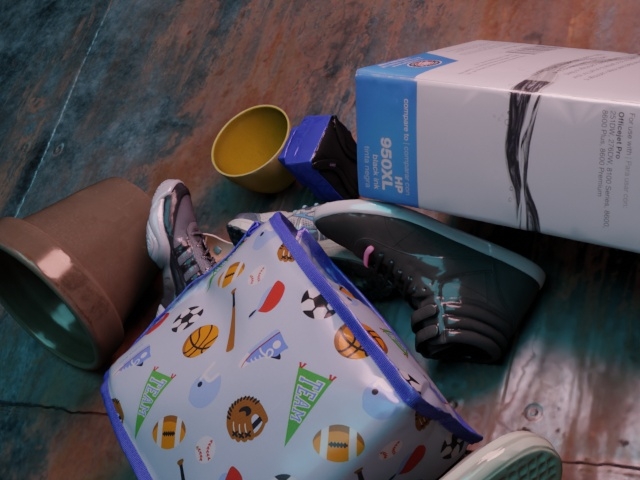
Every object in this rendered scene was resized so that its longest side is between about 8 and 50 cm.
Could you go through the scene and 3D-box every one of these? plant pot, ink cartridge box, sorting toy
[{"bbox_3d":[-0.086,-0.126,1.529,0.134,0.095,0.134,-16,51,20],"label":"plant pot"},{"bbox_3d":[0.280,-0.125,1.164,0.395,0.166,0.285,14,24,38],"label":"ink cartridge box"},{"bbox_3d":[-0.148,0.034,1.490,0.075,0.045,0.083,1,77,15],"label":"sorting toy"},{"bbox_3d":[-0.348,0.026,1.499,0.263,0.263,0.229,18,52,39],"label":"plant pot"}]

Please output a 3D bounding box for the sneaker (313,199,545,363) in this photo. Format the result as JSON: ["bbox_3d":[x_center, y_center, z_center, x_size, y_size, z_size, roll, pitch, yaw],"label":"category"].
[{"bbox_3d":[0.112,0.054,1.211,0.296,0.104,0.146,20,68,7],"label":"sneaker"}]

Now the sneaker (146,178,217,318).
[{"bbox_3d":[-0.154,0.041,1.411,0.153,0.101,0.268,-6,85,16],"label":"sneaker"}]

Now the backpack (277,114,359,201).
[{"bbox_3d":[0.008,-0.115,1.449,0.101,0.120,0.098,7,64,46],"label":"backpack"}]

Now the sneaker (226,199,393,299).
[{"bbox_3d":[0.000,0.000,1.397,0.283,0.110,0.122,13,54,30],"label":"sneaker"}]

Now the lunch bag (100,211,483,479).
[{"bbox_3d":[-0.059,0.185,1.185,0.328,0.239,0.385,-44,53,3],"label":"lunch bag"}]

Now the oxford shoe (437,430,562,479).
[{"bbox_3d":[0.059,0.340,1.012,0.449,0.169,0.130,-50,35,16],"label":"oxford shoe"}]
